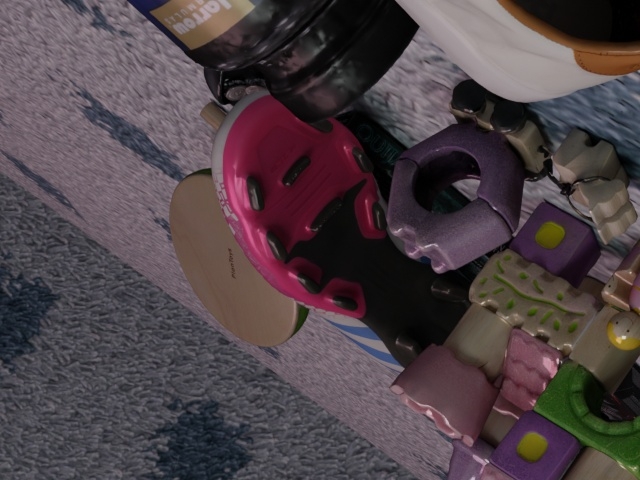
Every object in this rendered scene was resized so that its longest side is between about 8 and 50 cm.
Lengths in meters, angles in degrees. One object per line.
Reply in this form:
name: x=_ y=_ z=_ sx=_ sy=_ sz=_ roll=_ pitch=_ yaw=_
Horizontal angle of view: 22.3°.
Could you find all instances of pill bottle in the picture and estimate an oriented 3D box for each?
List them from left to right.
pill bottle: x=-0.054 y=-0.162 z=0.792 sx=0.219 sy=0.123 sz=0.123 roll=41 pitch=169 yaw=-21

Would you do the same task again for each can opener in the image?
can opener: x=-0.045 y=-0.106 z=1.217 sx=0.186 sy=0.059 sz=0.073 roll=65 pitch=-165 yaw=-59

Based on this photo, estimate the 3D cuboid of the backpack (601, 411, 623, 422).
backpack: x=0.265 y=0.225 z=1.444 sx=0.182 sy=0.115 sz=0.152 roll=36 pitch=169 yaw=-19

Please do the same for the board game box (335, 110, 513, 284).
board game box: x=0.074 y=-0.027 z=1.234 sx=0.186 sy=0.026 sz=0.126 roll=39 pitch=170 yaw=-11

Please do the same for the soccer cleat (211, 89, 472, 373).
soccer cleat: x=0.000 y=0.000 z=1.195 sx=0.143 sy=0.116 sz=0.331 roll=26 pitch=165 yaw=46

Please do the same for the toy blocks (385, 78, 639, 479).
toy blocks: x=0.155 y=0.127 z=0.977 sx=0.288 sy=0.260 sz=0.309 roll=31 pitch=168 yaw=35

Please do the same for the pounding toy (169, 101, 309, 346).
pounding toy: x=-0.041 y=-0.018 z=1.541 sx=0.183 sy=0.110 sz=0.237 roll=46 pitch=144 yaw=19

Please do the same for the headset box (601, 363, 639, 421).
headset box: x=0.234 y=0.116 z=1.311 sx=0.062 sy=0.032 sz=0.083 roll=43 pitch=167 yaw=-30

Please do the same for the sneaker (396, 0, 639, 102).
sneaker: x=0.031 y=-0.159 z=0.614 sx=0.290 sy=0.106 sz=0.123 roll=31 pitch=166 yaw=-23
